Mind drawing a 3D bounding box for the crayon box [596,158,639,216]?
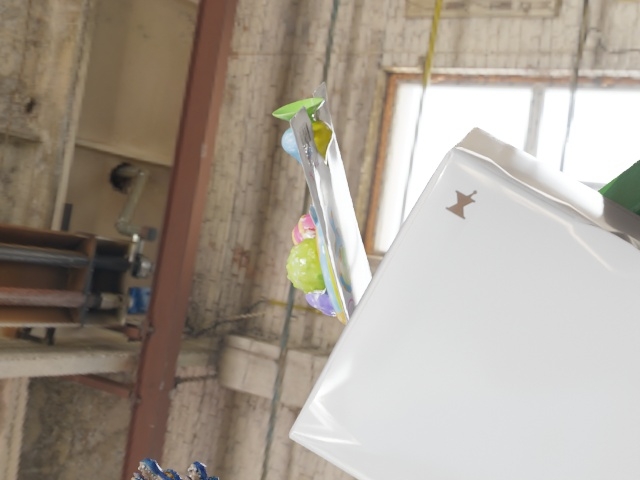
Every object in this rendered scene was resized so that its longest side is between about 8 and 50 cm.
[{"bbox_3d":[0.320,0.053,0.835,0.083,0.203,0.323,-59,3,-29],"label":"crayon box"}]

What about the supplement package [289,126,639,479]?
[{"bbox_3d":[0.124,0.048,0.532,0.175,0.177,0.293,-61,-7,14],"label":"supplement package"}]

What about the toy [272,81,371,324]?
[{"bbox_3d":[0.000,0.000,0.694,0.137,0.056,0.237,-65,-34,-66],"label":"toy"}]

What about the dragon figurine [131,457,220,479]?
[{"bbox_3d":[-0.097,0.325,0.692,0.144,0.085,0.289,-30,-82,-45],"label":"dragon figurine"}]
